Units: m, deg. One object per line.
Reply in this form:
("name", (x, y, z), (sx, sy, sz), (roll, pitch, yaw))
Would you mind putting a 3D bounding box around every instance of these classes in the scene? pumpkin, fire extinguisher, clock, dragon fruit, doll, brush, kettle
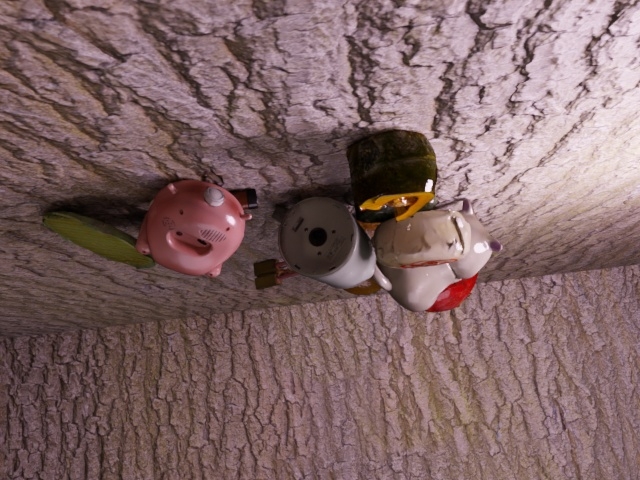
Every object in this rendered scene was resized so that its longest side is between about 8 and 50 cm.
("pumpkin", (0.138, -0.126, 1.354), (0.190, 0.139, 0.280), (-7, 165, -16))
("fire extinguisher", (-0.242, -0.093, 1.501), (0.177, 0.050, 0.062), (-7, 156, -4))
("clock", (-0.287, -0.031, 1.425), (0.227, 0.142, 0.241), (22, 138, -21))
("dragon fruit", (0.418, 0.111, 2.231), (0.296, 0.295, 0.301), (2, 145, -34))
("doll", (0.340, 0.062, 1.862), (0.370, 0.215, 0.226), (-30, 151, 6))
("brush", (-0.150, 0.115, 2.347), (0.233, 0.103, 0.047), (-16, 167, 32))
("kettle", (0.002, 0.015, 1.671), (0.265, 0.205, 0.318), (0, 171, 16))

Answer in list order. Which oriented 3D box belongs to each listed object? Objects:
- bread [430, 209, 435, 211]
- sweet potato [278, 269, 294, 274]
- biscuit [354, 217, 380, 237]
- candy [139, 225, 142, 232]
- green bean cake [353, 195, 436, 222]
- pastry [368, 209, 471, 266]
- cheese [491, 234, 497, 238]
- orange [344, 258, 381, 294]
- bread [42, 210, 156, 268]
("bread", (0.276, -0.075, 1.897), (0.154, 0.028, 0.068), (-2, 166, -16))
("sweet potato", (-0.180, 0.135, 2.562), (0.179, 0.044, 0.044), (2, 165, -39))
("biscuit", (0.082, -0.030, 1.873), (0.379, 0.054, 0.094), (-6, 164, 15))
("candy", (-0.426, -0.008, 1.663), (0.102, 0.104, 0.234), (5, 163, -23))
("green bean cake", (0.190, -0.102, 1.611), (0.183, 0.094, 0.185), (-5, 172, -12))
("pastry", (0.257, 0.000, 1.593), (0.265, 0.133, 0.265), (-3, 172, 0))
("cheese", (0.506, 0.033, 2.484), (0.400, 0.034, 0.085), (-12, 171, 25))
("orange", (0.132, 0.072, 2.036), (0.236, 0.236, 0.236), (-6, 167, -1))
("bread", (-0.551, -0.005, 1.548), (0.301, 0.045, 0.301), (16, 161, 6))
